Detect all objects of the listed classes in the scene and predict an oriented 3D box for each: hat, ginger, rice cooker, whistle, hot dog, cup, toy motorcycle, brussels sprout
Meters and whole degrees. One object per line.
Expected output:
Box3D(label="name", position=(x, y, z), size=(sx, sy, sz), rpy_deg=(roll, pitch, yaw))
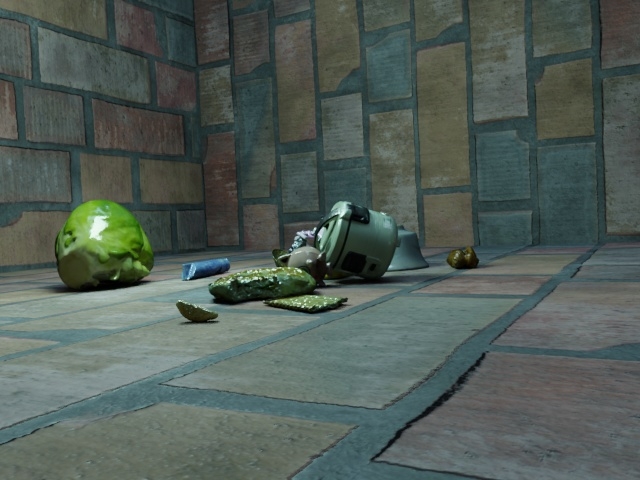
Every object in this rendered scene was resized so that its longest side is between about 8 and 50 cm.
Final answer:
Box3D(label="hat", position=(-0.126, 0.100, 2.103), size=(0.146, 0.067, 0.146), rpy_deg=(33, 18, -12))
Box3D(label="ginger", position=(0.503, 0.059, 2.133), size=(0.103, 0.073, 0.162), rpy_deg=(-2, 1, 2))
Box3D(label="rice cooker", position=(0.103, 0.000, 1.834), size=(0.244, 0.225, 0.226), rpy_deg=(18, -1, -9))
Box3D(label="whistle", position=(-0.434, 0.106, 2.264), size=(0.062, 0.062, 0.304), rpy_deg=(-2, 2, 18))
Box3D(label="hot dog", position=(-0.251, 0.147, 1.212), size=(0.090, 0.034, 0.030), rpy_deg=(17, -4, 13))
Box3D(label="cup", position=(0.233, 0.024, 2.276), size=(0.348, 0.163, 0.347), rpy_deg=(-2, 2, 0))
Box3D(label="toy motorcycle", position=(0.000, 0.000, 2.160), size=(0.143, 0.188, 0.327), rpy_deg=(31, 15, 27))
Box3D(label="brussels sprout", position=(-0.750, 0.025, 2.058), size=(0.276, 0.314, 0.371), rpy_deg=(-26, 2, 13))

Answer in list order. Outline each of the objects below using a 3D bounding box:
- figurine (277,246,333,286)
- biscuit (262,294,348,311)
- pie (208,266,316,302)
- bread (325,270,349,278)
Box3D(label="figurine", position=(-0.041, 0.079, 1.738), size=(0.138, 0.125, 0.125), rpy_deg=(-13, -1, 14))
Box3D(label="biscuit", position=(-0.025, 0.139, 1.360), size=(0.144, 0.016, 0.203), rpy_deg=(-4, 2, -37))
Box3D(label="pie", position=(-0.151, 0.114, 1.578), size=(0.303, 0.066, 0.302), rpy_deg=(-4, 3, 0))
Box3D(label="bread", position=(0.051, 0.077, 2.030), size=(0.102, 0.094, 0.245), rpy_deg=(-8, 0, 23))
